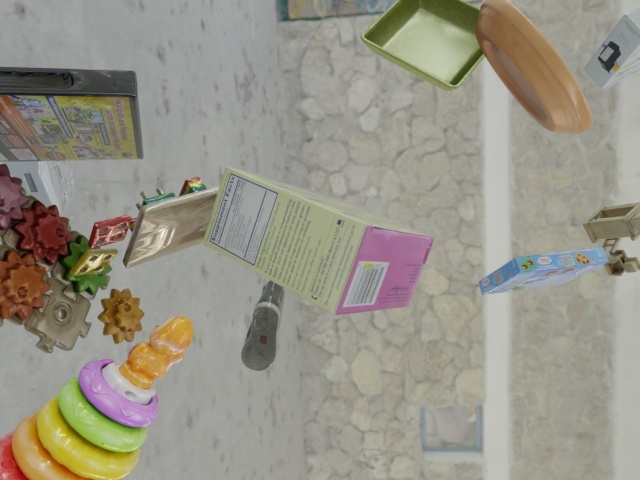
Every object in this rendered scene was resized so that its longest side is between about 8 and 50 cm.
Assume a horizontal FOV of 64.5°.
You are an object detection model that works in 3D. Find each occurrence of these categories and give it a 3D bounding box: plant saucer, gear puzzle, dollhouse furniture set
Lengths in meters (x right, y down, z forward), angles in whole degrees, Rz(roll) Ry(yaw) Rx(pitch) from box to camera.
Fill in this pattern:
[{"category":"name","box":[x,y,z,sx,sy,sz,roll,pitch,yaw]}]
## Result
[{"category":"plant saucer","box":[0.193,-0.340,0.863,0.188,0.188,0.045,-49,163,-22]},{"category":"gear puzzle","box":[-0.347,0.052,0.677,0.339,0.044,0.176,56,33,-46]},{"category":"dollhouse furniture set","box":[0.749,-0.006,1.178,0.161,0.101,0.182,58,-21,-10]},{"category":"plant saucer","box":[0.252,-0.205,0.620,0.200,0.037,0.200,45,20,-21]}]

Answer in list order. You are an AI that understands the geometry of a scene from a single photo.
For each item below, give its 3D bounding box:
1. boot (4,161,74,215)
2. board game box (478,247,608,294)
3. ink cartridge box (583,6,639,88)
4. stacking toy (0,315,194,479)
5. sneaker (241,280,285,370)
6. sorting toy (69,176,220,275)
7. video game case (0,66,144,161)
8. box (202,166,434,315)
[{"category":"boot","box":[-0.628,-0.177,1.137,0.123,0.095,0.258,-90,-178,-59]},{"category":"board game box","box":[0.478,0.069,1.102,0.160,0.211,0.039,117,-34,-65]},{"category":"ink cartridge box","box":[0.701,-0.439,1.135,0.072,0.127,0.175,60,-11,18]},{"category":"stacking toy","box":[-0.256,0.208,0.599,0.302,0.165,0.175,-52,169,-2]},{"category":"sneaker","box":[-0.128,0.207,1.222,0.118,0.083,0.222,-75,-177,-58]},{"category":"sorting toy","box":[-0.225,-0.029,0.729,0.274,0.046,0.132,-23,159,-43]},{"category":"video game case","box":[-0.359,-0.150,0.644,0.275,0.248,0.035,160,-75,-71]},{"category":"box","box":[0.000,0.000,0.726,0.213,0.242,0.117,6,106,-57]}]
